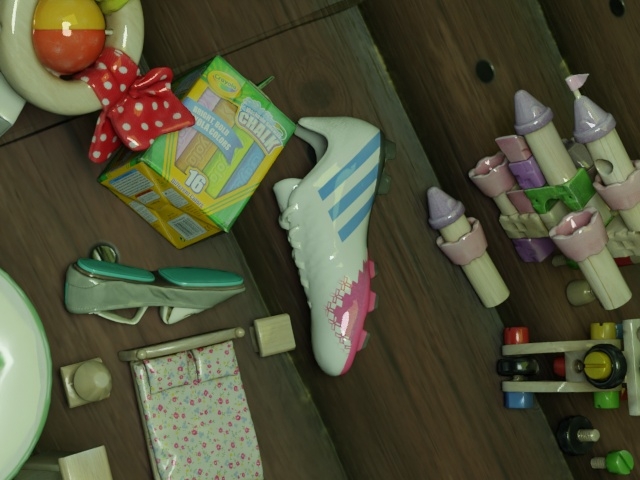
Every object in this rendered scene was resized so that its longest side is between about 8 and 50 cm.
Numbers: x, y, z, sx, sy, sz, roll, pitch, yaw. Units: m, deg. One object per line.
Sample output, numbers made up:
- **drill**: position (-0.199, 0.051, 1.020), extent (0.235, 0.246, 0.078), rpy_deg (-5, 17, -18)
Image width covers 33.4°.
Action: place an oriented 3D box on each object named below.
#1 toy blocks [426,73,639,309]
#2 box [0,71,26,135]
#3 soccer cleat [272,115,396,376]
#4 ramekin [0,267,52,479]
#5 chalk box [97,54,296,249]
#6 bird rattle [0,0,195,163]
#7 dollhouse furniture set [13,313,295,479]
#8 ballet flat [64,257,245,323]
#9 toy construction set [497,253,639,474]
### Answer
- **toy blocks**: position (0.316, -0.098, 1.420), extent (0.309, 0.288, 0.260), rpy_deg (-42, 109, -28)
- **box**: position (-0.343, -0.228, 1.113), extent (0.127, 0.148, 0.232), rpy_deg (33, 65, -24)
- **soccer cleat**: position (0.000, 0.000, 1.323), extent (0.143, 0.116, 0.331), rpy_deg (12, 72, -13)
- **ramekin**: position (-0.404, 0.134, 1.006), extent (0.303, 0.148, 0.303), rpy_deg (7, 77, -31)
- **chalk box**: position (-0.130, -0.118, 1.238), extent (0.132, 0.132, 0.213), rpy_deg (41, 61, -20)
- **bird rattle**: position (-0.232, -0.200, 1.054), extent (0.207, 0.143, 0.254), rpy_deg (-9, 117, -45)
- **dollhouse furniture set**: position (-0.123, 0.255, 1.146), extent (0.355, 0.174, 0.303), rpy_deg (-12, 88, -33)
- **ballet flat**: position (-0.189, 0.062, 1.215), extent (0.213, 0.072, 0.068), rpy_deg (6, 105, -30)
- **toy construction set**: position (0.417, 0.136, 1.470), extent (0.257, 0.237, 0.309), rpy_deg (29, 67, -25)
